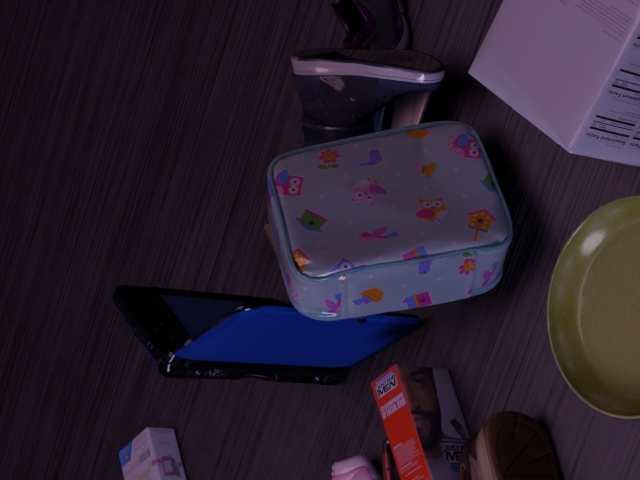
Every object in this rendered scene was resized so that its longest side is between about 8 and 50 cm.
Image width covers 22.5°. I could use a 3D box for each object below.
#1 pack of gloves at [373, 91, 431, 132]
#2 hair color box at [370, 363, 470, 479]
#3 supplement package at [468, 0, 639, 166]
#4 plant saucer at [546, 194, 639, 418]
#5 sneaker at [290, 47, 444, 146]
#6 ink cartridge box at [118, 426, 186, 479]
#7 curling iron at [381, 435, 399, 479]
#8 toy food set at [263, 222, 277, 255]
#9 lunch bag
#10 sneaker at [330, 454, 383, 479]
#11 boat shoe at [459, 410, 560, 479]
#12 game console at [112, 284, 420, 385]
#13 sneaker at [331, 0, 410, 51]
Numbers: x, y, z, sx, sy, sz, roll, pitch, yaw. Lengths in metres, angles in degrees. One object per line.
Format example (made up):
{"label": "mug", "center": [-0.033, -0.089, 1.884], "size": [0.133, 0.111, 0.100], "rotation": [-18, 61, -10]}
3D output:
{"label": "pack of gloves", "center": [0.081, -0.100, 2.096], "size": [0.195, 0.046, 0.232], "rotation": [37, 113, 62]}
{"label": "hair color box", "center": [0.130, 0.235, 1.927], "size": [0.053, 0.093, 0.167], "rotation": [-41, 55, 37]}
{"label": "supplement package", "center": [0.306, -0.216, 1.745], "size": [0.194, 0.149, 0.203], "rotation": [46, 119, 44]}
{"label": "plant saucer", "center": [0.346, 0.072, 1.739], "size": [0.241, 0.037, 0.241], "rotation": [-12, 75, 50]}
{"label": "sneaker", "center": [0.066, -0.154, 2.011], "size": [0.226, 0.086, 0.163], "rotation": [8, 110, 41]}
{"label": "ink cartridge box", "center": [-0.247, 0.352, 2.393], "size": [0.088, 0.052, 0.122], "rotation": [-42, 53, 39]}
{"label": "curling iron", "center": [0.103, 0.367, 1.983], "size": [0.068, 0.035, 0.274], "rotation": [-9, 77, 49]}
{"label": "toy food set", "center": [0.000, 0.000, 2.144], "size": [0.192, 0.038, 0.132], "rotation": [-31, 83, 60]}
{"label": "lunch bag", "center": [0.081, -0.029, 1.902], "size": [0.108, 0.279, 0.224], "rotation": [91, 166, -51]}
{"label": "sneaker", "center": [0.029, 0.328, 2.069], "size": [0.134, 0.051, 0.070], "rotation": [-48, 48, 30]}
{"label": "boat shoe", "center": [0.211, 0.369, 1.799], "size": [0.123, 0.123, 0.342], "rotation": [-40, 51, 49]}
{"label": "game console", "center": [-0.070, 0.086, 2.036], "size": [0.250, 0.293, 0.173], "rotation": [48, 119, 42]}
{"label": "sneaker", "center": [0.055, -0.339, 2.108], "size": [0.083, 0.098, 0.224], "rotation": [-31, 62, 43]}
